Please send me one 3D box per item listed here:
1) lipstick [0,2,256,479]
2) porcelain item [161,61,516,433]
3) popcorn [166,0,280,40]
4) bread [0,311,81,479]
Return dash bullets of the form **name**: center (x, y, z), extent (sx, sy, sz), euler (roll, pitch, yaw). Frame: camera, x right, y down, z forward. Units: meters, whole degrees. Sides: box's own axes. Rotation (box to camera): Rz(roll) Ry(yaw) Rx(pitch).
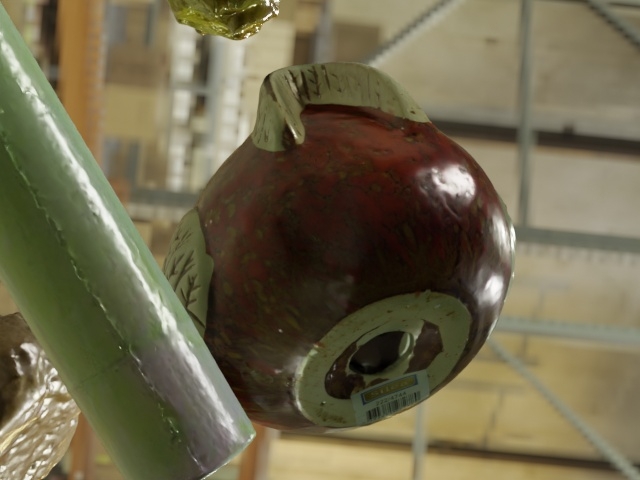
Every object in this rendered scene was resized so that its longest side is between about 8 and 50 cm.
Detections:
- **lipstick**: center (-0.138, -0.015, 0.990), extent (0.304, 0.076, 0.076), euler (59, -3, -2)
- **porcelain item**: center (0.000, 0.000, 1.351), extent (0.253, 0.252, 0.253), euler (-174, -90, -87)
- **popcorn**: center (-0.082, -0.249, 1.662), extent (0.173, 0.142, 0.173), euler (-54, 172, -12)
- **bread**: center (-0.303, 0.159, 1.698), extent (0.230, 0.123, 0.230), euler (-47, 162, -20)
